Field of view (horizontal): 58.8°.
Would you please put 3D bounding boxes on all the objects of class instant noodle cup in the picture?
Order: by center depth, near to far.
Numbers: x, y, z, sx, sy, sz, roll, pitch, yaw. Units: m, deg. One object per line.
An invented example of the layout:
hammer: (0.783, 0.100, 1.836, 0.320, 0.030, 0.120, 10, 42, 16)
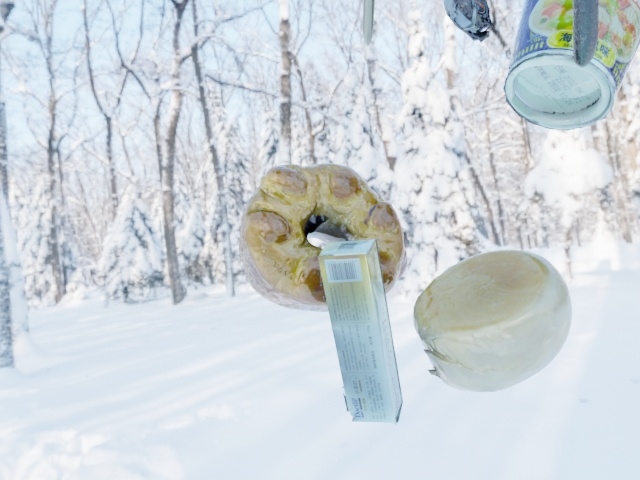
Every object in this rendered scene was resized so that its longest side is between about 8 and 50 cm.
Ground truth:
instant noodle cup: (0.489, -0.389, 1.086, 0.284, 0.312, 0.284, 22, -22, 9)

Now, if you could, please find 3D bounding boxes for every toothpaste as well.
toothpaste: (0.070, 0.155, 0.928, 0.089, 0.312, 0.071, -5, 19, 18)

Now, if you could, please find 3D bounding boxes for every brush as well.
brush: (0.096, -0.512, 1.056, 0.042, 0.299, 0.039, -1, 34, 2)

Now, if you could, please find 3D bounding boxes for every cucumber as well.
cucumber: (0.332, -0.281, 0.712, 0.032, 0.133, 0.032, -11, 32, 7)

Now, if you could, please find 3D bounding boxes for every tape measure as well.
tape measure: (0.261, -0.409, 1.000, 0.094, 0.091, 0.054, 29, -37, -28)

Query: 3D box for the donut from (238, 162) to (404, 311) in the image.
donut: (0.000, 0.000, 1.065, 0.150, 0.317, 0.299, -40, 16, 54)

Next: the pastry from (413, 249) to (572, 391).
pastry: (0.272, 0.122, 0.916, 0.265, 0.133, 0.264, -22, 30, 13)

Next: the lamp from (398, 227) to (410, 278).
lamp: (0.153, 0.026, 1.608, 0.197, 0.223, 0.223, -26, 0, -9)
